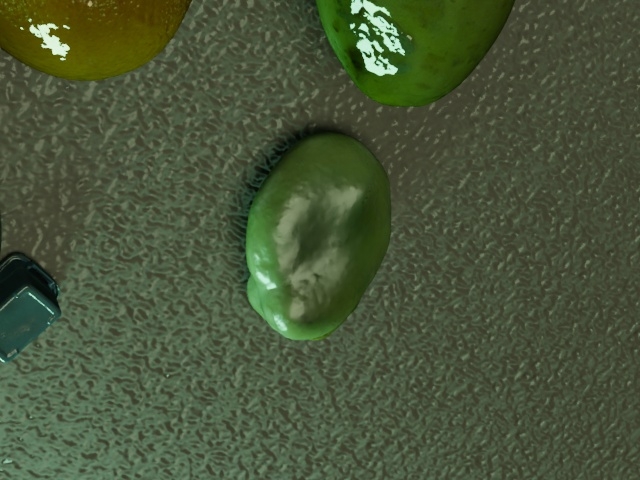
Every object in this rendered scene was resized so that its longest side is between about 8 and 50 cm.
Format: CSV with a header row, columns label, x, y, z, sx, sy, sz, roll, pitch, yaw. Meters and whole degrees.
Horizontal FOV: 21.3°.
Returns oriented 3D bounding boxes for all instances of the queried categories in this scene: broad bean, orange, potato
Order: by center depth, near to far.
label,x,y,z,sx,sy,sz,roll,pitch,yaw
orange,-0.213,-0.254,1.474,0.236,0.236,0.236,-11,121,-19
potato,0.095,-0.274,1.610,0.216,0.216,0.304,-11,120,-19
broad bean,0.000,0.000,1.788,0.169,0.100,0.228,-14,120,-25

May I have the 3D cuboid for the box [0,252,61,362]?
label,x,y,z,sx,sy,sz,roll,pitch,yaw
box,-0.310,0.071,1.708,0.099,0.054,0.074,-42,124,2
